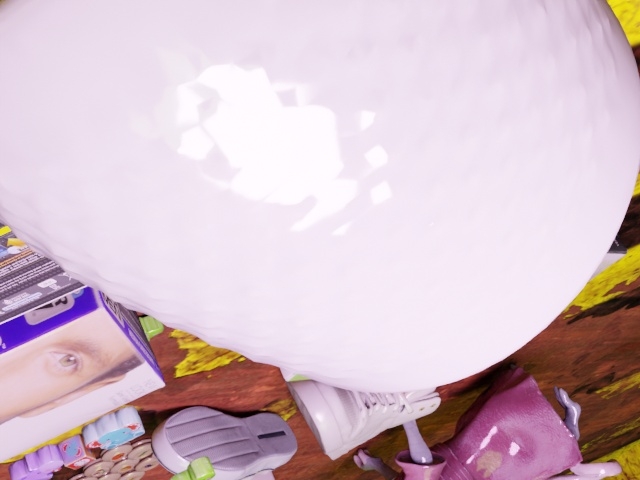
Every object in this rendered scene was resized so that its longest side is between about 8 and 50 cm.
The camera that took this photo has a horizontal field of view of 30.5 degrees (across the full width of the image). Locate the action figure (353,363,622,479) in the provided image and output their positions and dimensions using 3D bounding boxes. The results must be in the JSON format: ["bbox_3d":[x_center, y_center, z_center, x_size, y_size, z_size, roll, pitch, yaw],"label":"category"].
[{"bbox_3d":[0.193,0.340,1.676,0.370,0.275,0.248,-37,164,-11],"label":"action figure"}]

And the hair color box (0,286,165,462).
[{"bbox_3d":[-0.307,0.113,0.886,0.339,0.110,0.185,-26,155,-5],"label":"hair color box"}]

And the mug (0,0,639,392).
[{"bbox_3d":[-0.011,-0.136,0.539,0.328,0.276,0.374,29,91,-53],"label":"mug"}]

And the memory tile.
[{"bbox_3d":[-0.243,0.274,1.387,0.148,0.012,0.113,-42,152,29],"label":"memory tile"}]

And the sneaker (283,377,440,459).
[{"bbox_3d":[0.057,0.177,1.397,0.169,0.108,0.292,-28,166,-2],"label":"sneaker"}]

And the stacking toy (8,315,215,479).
[{"bbox_3d":[-0.216,0.181,1.037,0.221,0.167,0.052,-28,156,4],"label":"stacking toy"}]

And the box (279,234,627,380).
[{"bbox_3d":[0.133,0.053,1.184,0.322,0.058,0.232,1,144,-47],"label":"box"}]

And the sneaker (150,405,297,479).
[{"bbox_3d":[-0.122,0.255,1.370,0.091,0.094,0.258,-40,154,18],"label":"sneaker"}]

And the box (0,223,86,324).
[{"bbox_3d":[-0.275,0.006,0.631,0.270,0.060,0.216,-23,152,18],"label":"box"}]

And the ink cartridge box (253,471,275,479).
[{"bbox_3d":[-0.139,0.428,1.561,0.353,0.207,0.119,-9,152,-37],"label":"ink cartridge box"}]
